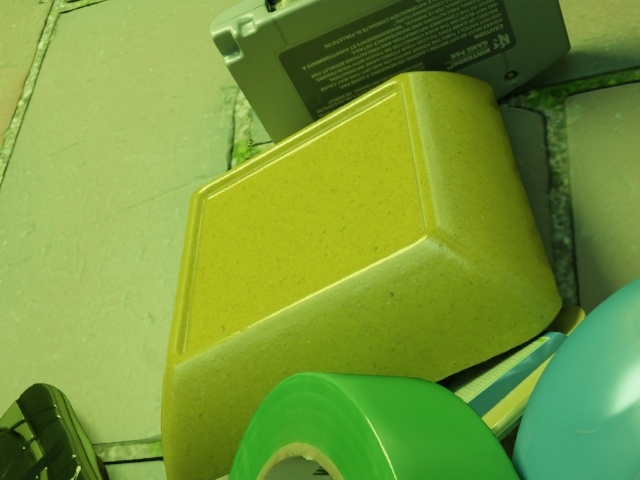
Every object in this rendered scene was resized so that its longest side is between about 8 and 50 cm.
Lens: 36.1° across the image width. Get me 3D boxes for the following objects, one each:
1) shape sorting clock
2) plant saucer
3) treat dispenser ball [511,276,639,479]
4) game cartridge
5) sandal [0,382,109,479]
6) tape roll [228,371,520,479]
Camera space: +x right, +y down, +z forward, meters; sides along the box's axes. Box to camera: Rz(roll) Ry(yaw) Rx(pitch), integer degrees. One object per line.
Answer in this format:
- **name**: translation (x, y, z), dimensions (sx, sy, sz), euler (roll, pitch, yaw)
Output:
- **shape sorting clock**: translation (0.107, 0.118, 0.693), dimensions (0.206, 0.206, 0.040), euler (-36, 90, -2)
- **plant saucer**: translation (0.000, 0.000, 0.805), dimensions (0.333, 0.081, 0.333), euler (-27, 34, 18)
- **treat dispenser ball**: translation (0.245, 0.143, 0.517), dimensions (0.288, 0.288, 0.288), euler (-14, 52, 18)
- **game cartridge**: translation (0.072, -0.180, 0.902), dimensions (0.294, 0.196, 0.060), euler (-21, 42, 10)
- **sandal**: translation (-0.215, 0.230, 0.830), dimensions (0.120, 0.086, 0.303), euler (-39, 33, 4)
- **tape roll**: translation (0.018, 0.238, 0.566), dimensions (0.077, 0.321, 0.321), euler (7, 46, -23)
